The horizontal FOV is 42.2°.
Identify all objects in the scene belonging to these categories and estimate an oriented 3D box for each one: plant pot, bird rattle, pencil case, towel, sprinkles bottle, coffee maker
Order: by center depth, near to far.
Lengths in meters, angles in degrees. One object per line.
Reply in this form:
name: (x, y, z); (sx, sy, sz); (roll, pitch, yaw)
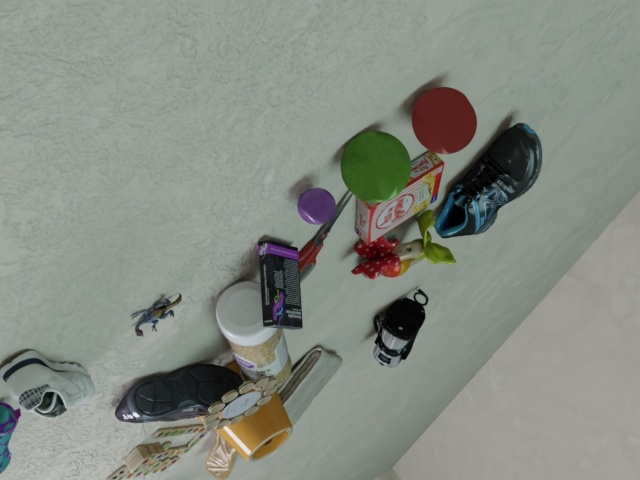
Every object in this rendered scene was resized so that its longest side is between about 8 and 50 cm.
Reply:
pencil case: (-0.556, 0.340, 1.417); (0.070, 0.064, 0.151); (-2, 140, -30)
sprinkles bottle: (-0.131, 0.208, 1.730); (0.121, 0.121, 0.355); (-34, 156, -13)
bird rattle: (0.174, 0.045, 1.892); (0.253, 0.143, 0.207); (-23, 168, -26)
plant pot: (-0.167, 0.405, 1.941); (0.205, 0.188, 0.205); (-32, 155, -17)
towel: (-0.058, 0.411, 2.246); (0.282, 0.049, 0.187); (-51, 157, 1)
coffee maker: (0.232, 0.253, 2.338); (0.171, 0.120, 0.178); (-28, 155, -25)

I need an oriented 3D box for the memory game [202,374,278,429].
memory game: (-0.171, 0.347, 1.774); (0.186, 0.012, 0.186); (-28, 154, -15)

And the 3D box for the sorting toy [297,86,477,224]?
sorting toy: (0.112, -0.146, 1.525); (0.365, 0.127, 0.126); (-34, -174, -4)

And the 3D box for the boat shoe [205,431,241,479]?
boat shoe: (-0.222, 0.510, 2.186); (0.277, 0.098, 0.096); (-60, 172, 33)

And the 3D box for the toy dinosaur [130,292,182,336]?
toy dinosaur: (-0.294, 0.140, 1.479); (0.082, 0.047, 0.090); (-32, 174, 31)

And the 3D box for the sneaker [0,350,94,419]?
sneaker: (-0.448, 0.261, 1.400); (0.090, 0.095, 0.235); (-42, 158, 1)

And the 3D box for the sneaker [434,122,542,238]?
sneaker: (0.381, -0.119, 1.890); (0.140, 0.125, 0.341); (-17, 147, -38)

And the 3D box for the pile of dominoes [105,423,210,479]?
pile of dominoes: (-0.383, 0.532, 2.038); (0.196, 0.040, 0.251); (-46, 155, 14)

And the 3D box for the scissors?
scissors: (0.000, 0.000, 1.685); (0.297, 0.021, 0.109); (-49, 152, 18)

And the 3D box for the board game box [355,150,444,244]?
board game box: (0.162, -0.088, 1.725); (0.193, 0.045, 0.147); (-32, 155, -15)

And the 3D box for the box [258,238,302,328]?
box: (-0.075, 0.086, 1.567); (0.029, 0.162, 0.116); (-10, 167, 25)

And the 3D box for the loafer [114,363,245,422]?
loafer: (-0.297, 0.330, 1.759); (0.095, 0.109, 0.302); (-33, 158, 37)
